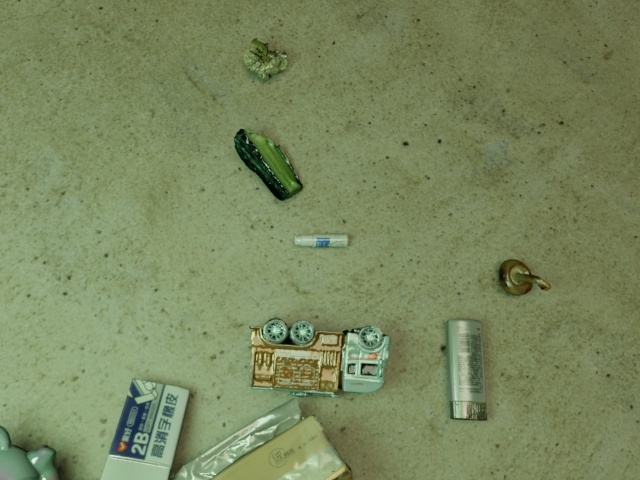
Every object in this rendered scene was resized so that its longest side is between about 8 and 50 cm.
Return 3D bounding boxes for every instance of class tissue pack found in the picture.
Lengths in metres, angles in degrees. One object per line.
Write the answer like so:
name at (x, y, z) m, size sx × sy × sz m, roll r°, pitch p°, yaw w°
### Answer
tissue pack at (-0.117, 0.471, 1.032) m, size 0.306 × 0.238 × 0.238 m, roll -29°, pitch 78°, yaw -16°

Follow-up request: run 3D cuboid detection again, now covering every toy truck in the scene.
toy truck at (-0.006, 0.260, 1.155) m, size 0.306 × 0.136 × 0.162 m, roll 5°, pitch 78°, yaw -4°

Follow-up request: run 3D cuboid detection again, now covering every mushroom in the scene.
mushroom at (0.500, 0.103, 1.308) m, size 0.088 × 0.072 × 0.130 m, roll -31°, pitch 44°, yaw -31°

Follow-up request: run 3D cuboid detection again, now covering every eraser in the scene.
eraser at (-0.344, 0.392, 1.051) m, size 0.125 × 0.068 × 0.210 m, roll 17°, pitch 48°, yaw -13°

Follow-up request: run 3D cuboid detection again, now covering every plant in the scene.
plant at (-0.147, -0.494, 1.394) m, size 0.117 × 0.122 × 0.104 m, roll -25°, pitch 66°, yaw -8°

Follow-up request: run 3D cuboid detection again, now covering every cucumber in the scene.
cucumber at (-0.131, -0.185, 1.311) m, size 0.086 × 0.115 × 0.193 m, roll -43°, pitch 85°, yaw 25°

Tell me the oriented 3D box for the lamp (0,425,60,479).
lamp at (-0.552, 0.492, 0.962) m, size 0.301 × 0.247 × 0.247 m, roll 35°, pitch 73°, yaw -20°

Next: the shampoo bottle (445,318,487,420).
shampoo bottle at (0.338, 0.298, 1.232) m, size 0.086 × 0.056 × 0.227 m, roll 5°, pitch 71°, yaw -9°

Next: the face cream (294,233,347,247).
face cream at (0.000, 0.000, 1.292) m, size 0.130 × 0.034 × 0.034 m, roll 1°, pitch 72°, yaw -9°
